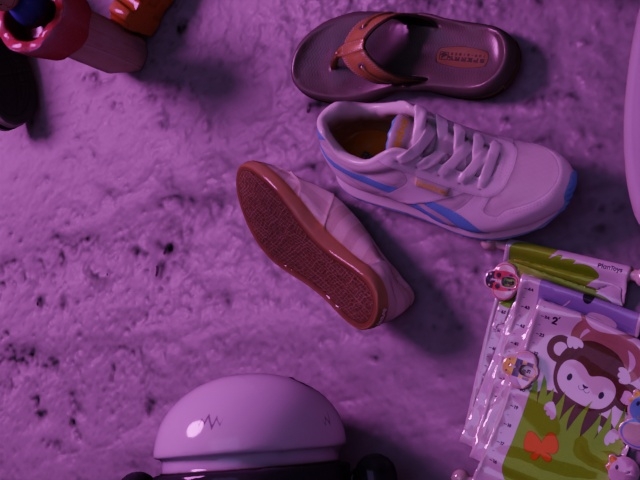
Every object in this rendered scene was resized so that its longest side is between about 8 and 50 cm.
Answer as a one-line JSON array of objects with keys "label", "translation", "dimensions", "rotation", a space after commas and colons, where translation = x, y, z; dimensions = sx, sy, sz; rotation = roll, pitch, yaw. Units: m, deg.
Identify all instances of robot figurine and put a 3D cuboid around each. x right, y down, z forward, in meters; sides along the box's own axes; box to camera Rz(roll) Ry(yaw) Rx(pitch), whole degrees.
[{"label": "robot figurine", "translation": [-0.054, 0.252, 0.947], "dimensions": [0.173, 0.209, 0.278], "rotation": [-24, 67, 62]}]

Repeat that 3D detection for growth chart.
[{"label": "growth chart", "translation": [0.195, 0.120, 0.918], "dimensions": [0.172, 0.021, 0.237], "rotation": [8, 87, 28]}]

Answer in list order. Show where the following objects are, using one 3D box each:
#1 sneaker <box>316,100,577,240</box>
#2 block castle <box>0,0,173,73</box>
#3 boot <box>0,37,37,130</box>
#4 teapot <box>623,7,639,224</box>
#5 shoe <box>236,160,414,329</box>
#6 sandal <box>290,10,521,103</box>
[{"label": "sneaker", "translation": [0.100, -0.064, 0.947], "dimensions": [0.228, 0.092, 0.087], "rotation": [11, 69, 27]}, {"label": "block castle", "translation": [-0.225, -0.424, 1.117], "dimensions": [0.303, 0.213, 0.453], "rotation": [40, 101, 27]}, {"label": "boot", "translation": [-0.430, -0.194, 1.268], "dimensions": [0.178, 0.085, 0.236], "rotation": [-36, 89, 40]}, {"label": "teapot", "translation": [0.328, -0.109, 0.782], "dimensions": [0.187, 0.256, 0.253], "rotation": [3, 61, 2]}, {"label": "shoe", "translation": [0.000, 0.000, 1.026], "dimensions": [0.219, 0.058, 0.077], "rotation": [45, 134, 30]}, {"label": "sandal", "translation": [0.068, -0.165, 1.007], "dimensions": [0.219, 0.060, 0.090], "rotation": [10, 87, 29]}]
